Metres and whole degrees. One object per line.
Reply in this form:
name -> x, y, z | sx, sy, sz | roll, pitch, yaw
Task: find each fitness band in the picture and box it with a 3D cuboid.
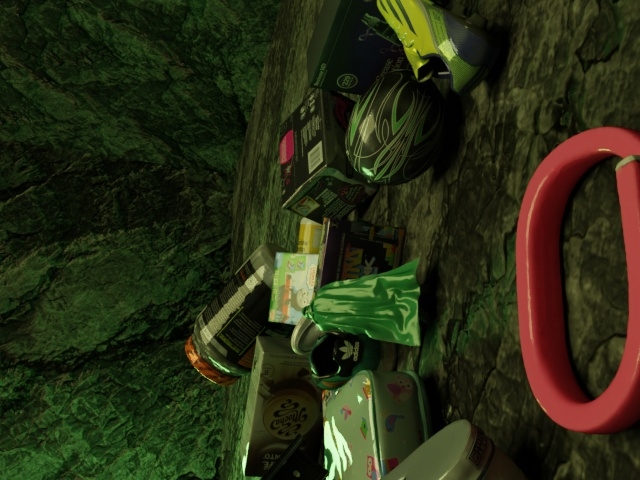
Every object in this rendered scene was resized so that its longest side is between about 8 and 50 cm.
fitness band -> 0.255, 0.033, 0.639 | 0.209, 0.054, 0.290 | 132, 145, -66

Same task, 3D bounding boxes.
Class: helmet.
helmet -> 0.119, -0.172, 1.061 | 0.169, 0.169, 0.161 | 113, 176, -47

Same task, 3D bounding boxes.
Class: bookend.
bookend -> -0.026, 0.422, 1.064 | 0.156, 0.157, 0.072 | -42, -20, -38

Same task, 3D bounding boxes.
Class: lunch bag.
lunch bag -> 0.085, 0.333, 1.042 | 0.279, 0.108, 0.224 | 117, 151, -59

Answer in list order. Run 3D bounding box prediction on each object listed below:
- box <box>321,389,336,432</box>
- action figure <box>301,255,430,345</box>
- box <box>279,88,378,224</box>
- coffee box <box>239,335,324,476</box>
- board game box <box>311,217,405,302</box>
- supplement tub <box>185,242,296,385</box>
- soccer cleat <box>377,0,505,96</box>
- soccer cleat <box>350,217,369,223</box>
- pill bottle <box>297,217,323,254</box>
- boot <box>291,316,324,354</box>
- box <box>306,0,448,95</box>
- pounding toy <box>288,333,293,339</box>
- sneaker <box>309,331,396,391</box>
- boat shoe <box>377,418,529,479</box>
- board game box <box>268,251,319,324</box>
box -> 0.034, 0.332, 1.413 | 0.137, 0.027, 0.094 | 114, 160, -48
action figure -> 0.065, 0.107, 1.094 | 0.232, 0.063, 0.137 | -8, 68, 35
box -> 0.016, -0.181, 1.450 | 0.163, 0.142, 0.247 | -40, 41, 39
coffee box -> -0.081, 0.384, 1.558 | 0.119, 0.168, 0.297 | -139, 57, -74
board game box -> 0.066, 0.052, 1.199 | 0.048, 0.141, 0.170 | -154, 71, -76
supplement tub -> -0.170, 0.188, 1.681 | 0.338, 0.207, 0.207 | -47, 24, 12
soccer cleat -> 0.152, -0.305, 1.007 | 0.121, 0.093, 0.289 | -62, 39, 19
soccer cleat -> 0.069, -0.013, 1.411 | 0.179, 0.060, 0.072 | 23, 95, 69
pill bottle -> 0.000, 0.000, 1.565 | 0.103, 0.103, 0.184 | 174, 103, -76
boot -> 0.020, 0.158, 1.336 | 0.190, 0.069, 0.086 | -49, 18, -3
box -> 0.095, -0.388, 1.224 | 0.261, 0.184, 0.103 | 117, 157, -54
pounding toy -> -0.096, 0.301, 1.865 | 0.154, 0.155, 0.269 | -57, 18, -16
sneaker -> 0.026, 0.220, 1.270 | 0.302, 0.121, 0.108 | 140, 140, -62
boat shoe -> 0.115, 0.360, 0.807 | 0.367, 0.156, 0.136 | -49, 2, 31
board game box -> -0.016, 0.108, 1.470 | 0.211, 0.039, 0.160 | 2, 83, 37
